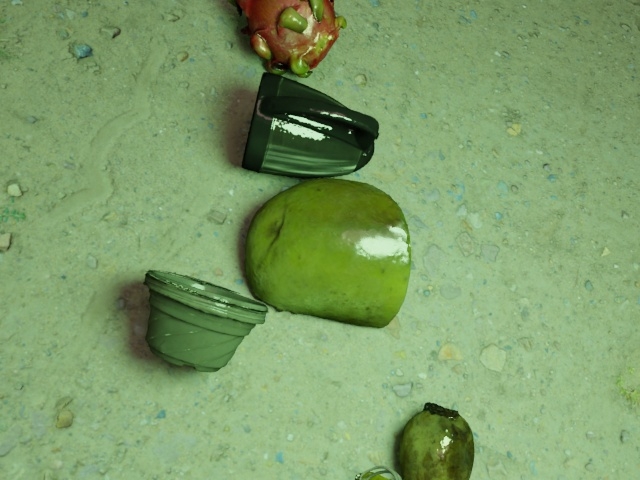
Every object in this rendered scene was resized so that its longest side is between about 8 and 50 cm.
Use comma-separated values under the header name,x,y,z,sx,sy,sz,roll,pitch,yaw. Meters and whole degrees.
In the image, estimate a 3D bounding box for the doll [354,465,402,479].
name,x,y,z,sx,sy,sz,roll,pitch,yaw
doll,0.114,0.453,0.931,0.143,0.221,0.135,24,67,0

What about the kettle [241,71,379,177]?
name,x,y,z,sx,sy,sz,roll,pitch,yaw
kettle,-0.009,-0.234,1.179,0.271,0.250,0.207,13,48,-11

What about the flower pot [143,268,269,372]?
name,x,y,z,sx,sy,sz,roll,pitch,yaw
flower pot,-0.219,0.145,0.994,0.236,0.235,0.140,21,86,-5

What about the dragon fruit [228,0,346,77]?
name,x,y,z,sx,sy,sz,roll,pitch,yaw
dragon fruit,-0.090,-0.525,1.315,0.227,0.243,0.307,-43,43,-4

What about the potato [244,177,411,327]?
name,x,y,z,sx,sy,sz,roll,pitch,yaw
potato,0.000,0.000,1.100,0.280,0.212,0.330,-3,67,-16

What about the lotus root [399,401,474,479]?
name,x,y,z,sx,sy,sz,roll,pitch,yaw
lotus root,0.210,0.406,1.027,0.138,0.138,0.214,16,65,-7
